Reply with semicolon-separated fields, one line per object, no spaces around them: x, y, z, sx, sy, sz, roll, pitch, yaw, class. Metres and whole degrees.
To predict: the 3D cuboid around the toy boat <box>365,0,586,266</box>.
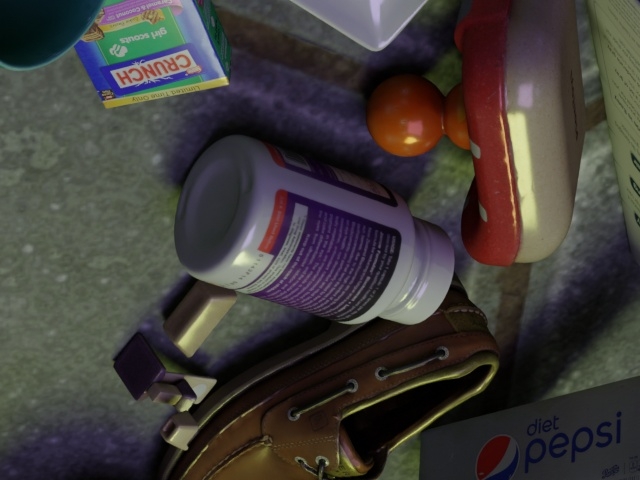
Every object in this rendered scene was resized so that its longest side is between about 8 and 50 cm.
0.107;-0.087;1.396;0.151;0.151;0.231;2;134;15;toy boat

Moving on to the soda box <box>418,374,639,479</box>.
0.212;0.184;1.589;0.286;0.098;0.091;-21;144;40;soda box

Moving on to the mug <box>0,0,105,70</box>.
-0.206;-0.170;1.167;0.158;0.097;0.129;-42;145;-36;mug

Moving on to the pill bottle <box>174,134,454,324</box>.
0.000;0.000;1.422;0.193;0.108;0.108;19;119;-34;pill bottle

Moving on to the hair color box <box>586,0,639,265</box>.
0.290;-0.073;1.440;0.105;0.174;0.347;-23;134;-5;hair color box

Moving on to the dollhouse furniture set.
-0.079;0.091;1.494;0.081;0.091;0.114;15;119;-51;dollhouse furniture set

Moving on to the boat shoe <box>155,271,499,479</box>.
0.002;0.144;1.539;0.307;0.104;0.110;-40;145;14;boat shoe

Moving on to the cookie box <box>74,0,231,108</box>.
-0.116;-0.143;1.277;0.091;0.040;0.107;-10;135;14;cookie box

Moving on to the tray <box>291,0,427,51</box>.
-0.011;-0.235;1.270;0.270;0.030;0.145;28;113;-38;tray
